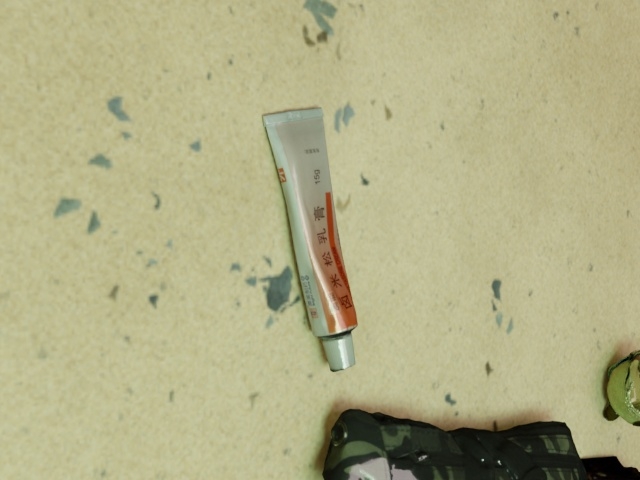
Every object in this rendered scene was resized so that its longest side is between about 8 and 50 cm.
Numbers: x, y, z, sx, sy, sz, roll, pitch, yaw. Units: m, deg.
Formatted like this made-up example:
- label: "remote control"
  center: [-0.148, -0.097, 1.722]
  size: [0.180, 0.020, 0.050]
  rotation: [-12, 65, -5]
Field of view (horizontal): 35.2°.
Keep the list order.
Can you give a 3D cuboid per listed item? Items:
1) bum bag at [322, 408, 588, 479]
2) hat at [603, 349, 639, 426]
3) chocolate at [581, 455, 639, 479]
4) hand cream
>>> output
- label: "bum bag"
  center: [0.138, 0.229, 0.901]
  size: [0.340, 0.095, 0.144]
  rotation: [12, 66, -41]
- label: "hat"
  center: [0.345, 0.165, 1.101]
  size: [0.076, 0.059, 0.077]
  rotation: [36, 61, -17]
- label: "chocolate"
  center: [0.332, 0.307, 1.042]
  size: [0.156, 0.133, 0.156]
  rotation: [-3, 94, -40]
- label: "hand cream"
  center: [0.000, 0.000, 0.824]
  size: [0.052, 0.038, 0.216]
  rotation: [-21, 101, -67]
